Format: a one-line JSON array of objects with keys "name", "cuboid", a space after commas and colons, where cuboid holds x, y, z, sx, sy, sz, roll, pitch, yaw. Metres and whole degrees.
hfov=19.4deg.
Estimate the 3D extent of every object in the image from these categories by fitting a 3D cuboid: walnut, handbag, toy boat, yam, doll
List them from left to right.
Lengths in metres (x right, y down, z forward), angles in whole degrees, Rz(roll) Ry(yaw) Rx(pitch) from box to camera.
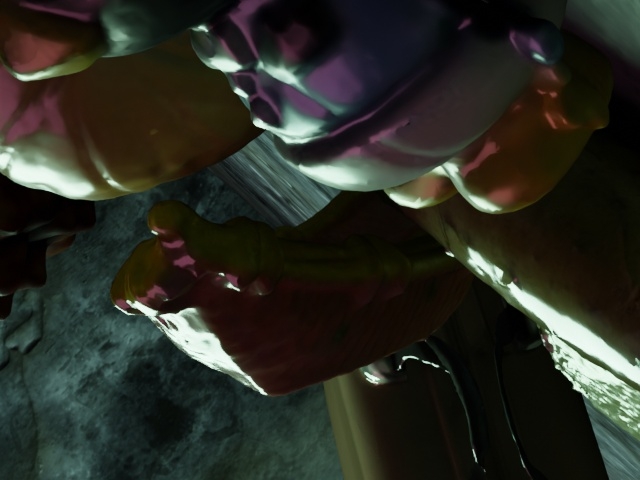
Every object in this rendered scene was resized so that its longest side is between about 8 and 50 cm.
[{"name": "doll", "cuboid": [-0.062, -0.113, 0.471, 0.314, 0.141, 0.177, 37, 167, -23]}, {"name": "walnut", "cuboid": [-0.078, -0.099, 0.664, 0.165, 0.165, 0.197, 42, -174, -9]}, {"name": "toy boat", "cuboid": [0.002, 0.006, 0.796, 0.318, 0.141, 0.099, -27, -74, -67]}, {"name": "yam", "cuboid": [0.031, -0.053, 0.730, 0.371, 0.083, 0.083, 38, 175, 44]}, {"name": "handbag", "cuboid": [0.095, 0.149, 1.143, 0.283, 0.149, 0.302, 84, 173, -63]}]

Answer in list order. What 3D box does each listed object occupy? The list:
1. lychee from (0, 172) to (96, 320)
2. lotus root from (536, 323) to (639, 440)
[{"name": "lychee", "cuboid": [-0.312, -0.123, 0.867, 0.500, 0.425, 0.424, 30, -174, -44]}, {"name": "lotus root", "cuboid": [0.128, 0.033, 0.773, 0.144, 0.070, 0.143, 41, 176, 26]}]
